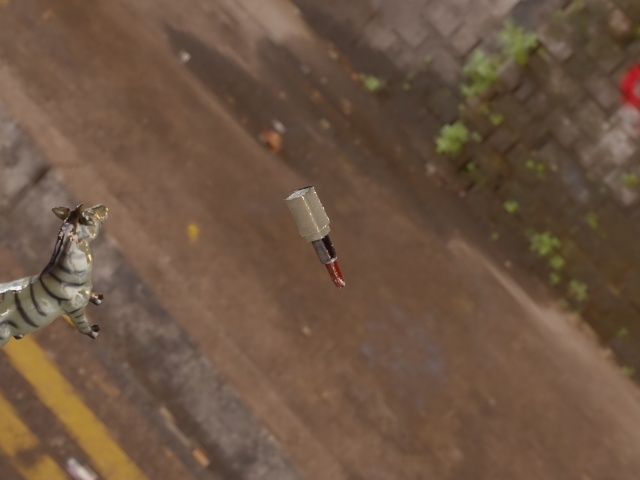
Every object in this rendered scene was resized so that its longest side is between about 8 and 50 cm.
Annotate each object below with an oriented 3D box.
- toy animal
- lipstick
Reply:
[{"bbox_3d":[-0.303,0.055,1.710,0.073,0.216,0.176,61,-3,36],"label":"toy animal"},{"bbox_3d":[0.000,0.000,1.580,0.025,0.025,0.107,-41,111,-52],"label":"lipstick"}]
